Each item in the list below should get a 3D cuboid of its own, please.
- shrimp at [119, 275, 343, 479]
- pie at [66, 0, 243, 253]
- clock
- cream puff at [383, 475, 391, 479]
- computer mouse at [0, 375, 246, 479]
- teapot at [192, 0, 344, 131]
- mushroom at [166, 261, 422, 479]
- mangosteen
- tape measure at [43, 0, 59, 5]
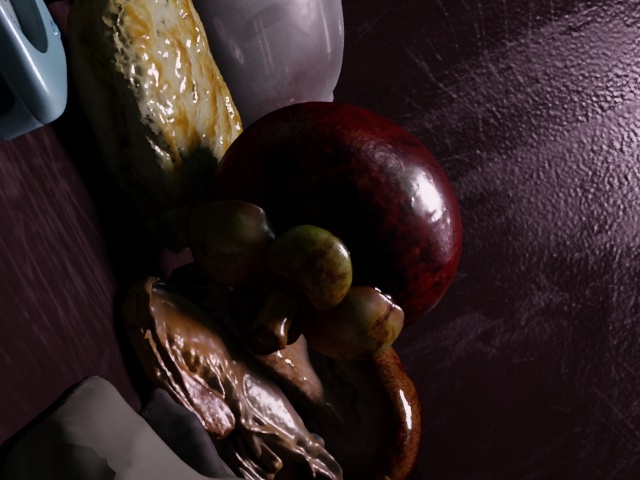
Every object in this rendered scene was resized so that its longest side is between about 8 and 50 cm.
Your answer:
[{"bbox_3d":[-0.046,0.137,0.768,0.262,0.066,0.117,51,20,-11],"label":"shrimp"},{"bbox_3d":[-0.120,-0.096,0.875,0.201,0.090,0.248,-88,164,-47],"label":"pie"},{"bbox_3d":[-0.184,-0.132,0.625,0.108,0.045,0.147,-110,173,-55],"label":"clock"},{"bbox_3d":[0.003,0.195,0.699,0.133,0.119,0.104,-56,145,-72],"label":"cream puff"},{"bbox_3d":[0.007,0.234,0.354,0.429,0.145,0.228,55,5,30],"label":"computer mouse"},{"bbox_3d":[-0.113,-0.223,1.138,0.315,0.233,0.312,17,-50,58],"label":"teapot"},{"bbox_3d":[-0.035,0.093,0.917,0.217,0.148,0.227,34,17,-47],"label":"mushroom"},{"bbox_3d":[0.000,0.000,0.820,0.200,0.199,0.200,-24,90,-86],"label":"mangosteen"},{"bbox_3d":[-0.200,-0.210,0.793,0.091,0.054,0.094,21,54,-82],"label":"tape measure"}]
